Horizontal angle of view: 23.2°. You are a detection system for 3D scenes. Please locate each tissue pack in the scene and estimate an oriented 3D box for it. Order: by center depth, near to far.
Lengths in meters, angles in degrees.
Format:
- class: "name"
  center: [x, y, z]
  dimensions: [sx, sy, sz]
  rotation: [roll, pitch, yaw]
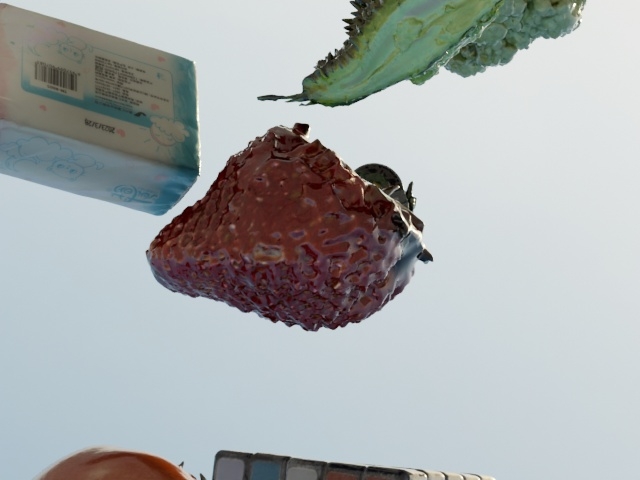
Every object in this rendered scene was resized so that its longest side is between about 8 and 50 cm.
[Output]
- class: "tissue pack"
  center: [-0.284, -0.153, 1.867]
  dimensions: [0.271, 0.124, 0.201]
  rotation: [16, -135, -28]

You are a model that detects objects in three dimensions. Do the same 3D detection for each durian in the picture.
- class: "durian"
  center: [0.094, -0.231, 1.596]
  dimensions: [0.375, 0.132, 0.106]
  rotation: [-35, -171, 29]

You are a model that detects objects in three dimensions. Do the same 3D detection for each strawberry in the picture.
- class: "strawberry"
  center: [-0.030, 0.005, 1.739]
  dimensions: [0.261, 0.257, 0.261]
  rotation: [39, 179, 0]

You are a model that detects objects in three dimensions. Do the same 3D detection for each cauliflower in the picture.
- class: "cauliflower"
  center: [0.214, -0.347, 1.885]
  dimensions: [0.281, 0.327, 0.260]
  rotation: [-31, -115, -19]

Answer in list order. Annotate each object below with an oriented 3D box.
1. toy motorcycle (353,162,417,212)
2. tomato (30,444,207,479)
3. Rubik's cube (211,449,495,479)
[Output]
- class: "toy motorcycle"
  center: [0.000, 0.000, 2.026]
  dimensions: [0.274, 0.187, 0.125]
  rotation: [-13, 166, -5]
- class: "tomato"
  center: [-0.197, 0.327, 1.511]
  dimensions: [0.256, 0.256, 0.224]
  rotation: [16, -145, 35]
- class: "Rubik's cube"
  center: [0.037, 0.428, 2.000]
  dimensions: [0.293, 0.292, 0.287]
  rotation: [2, 172, 31]
